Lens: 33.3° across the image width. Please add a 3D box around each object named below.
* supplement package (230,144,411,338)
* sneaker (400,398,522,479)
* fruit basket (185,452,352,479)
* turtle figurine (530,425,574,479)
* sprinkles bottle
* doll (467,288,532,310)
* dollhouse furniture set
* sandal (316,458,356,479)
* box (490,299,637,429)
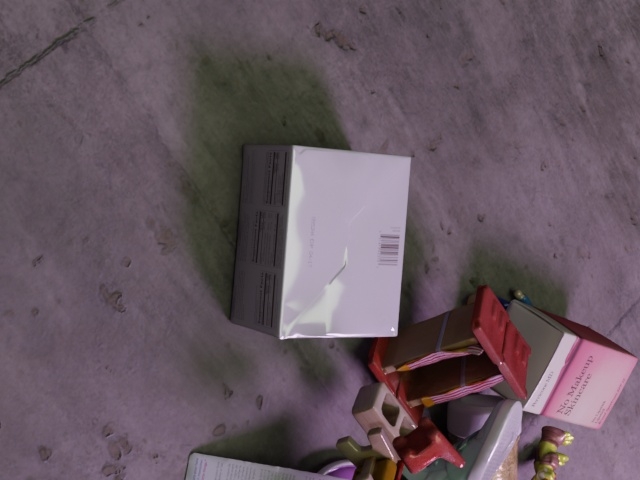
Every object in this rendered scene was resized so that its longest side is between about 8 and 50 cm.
[{"bbox_3d":[0.000,0.000,1.537,0.204,0.145,0.262,3,94,-33],"label":"supplement package"},{"bbox_3d":[0.204,0.325,1.673,0.094,0.151,0.256,-6,126,-56],"label":"sneaker"},{"bbox_3d":[-0.042,0.492,1.545,0.353,0.165,0.327,9,88,3],"label":"fruit basket"},{"bbox_3d":[0.375,0.441,1.820,0.217,0.087,0.269,-65,149,-43],"label":"turtle figurine"},{"bbox_3d":[0.269,0.439,1.773,0.121,0.121,0.355,-4,97,-33],"label":"sprinkles bottle"},{"bbox_3d":[0.320,0.145,1.823,0.189,0.046,0.129,15,85,-40],"label":"doll"},{"bbox_3d":[0.166,0.252,1.543,0.152,0.201,0.374,54,33,-22],"label":"dollhouse furniture set"},{"bbox_3d":[0.111,0.520,1.686,0.169,0.102,0.416,-35,112,-26],"label":"sandal"},{"bbox_3d":[0.395,0.211,1.794,0.232,0.127,0.148,19,101,-42],"label":"box"}]
